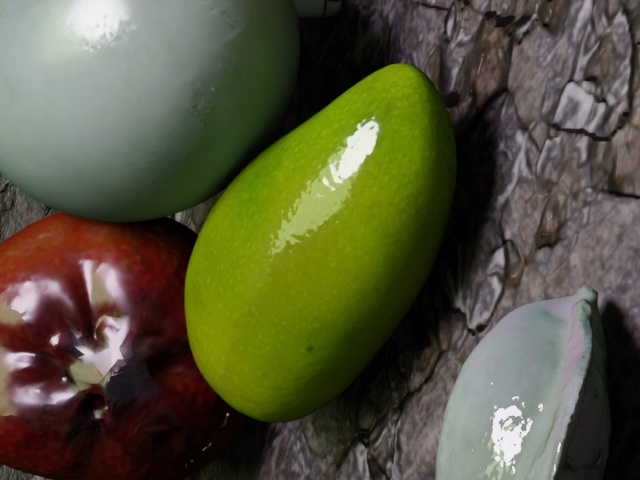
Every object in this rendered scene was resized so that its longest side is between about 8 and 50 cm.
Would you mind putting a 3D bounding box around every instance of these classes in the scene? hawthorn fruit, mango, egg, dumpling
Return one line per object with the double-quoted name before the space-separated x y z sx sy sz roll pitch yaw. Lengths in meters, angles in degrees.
"hawthorn fruit" -0.211 0.095 1.298 0.311 0.295 0.295 36 115 53
"mango" 0.000 0.000 1.078 0.343 0.156 0.192 -55 51 35
"egg" -0.167 -0.154 1.157 0.389 0.276 0.276 165 109 -64
"dumpling" 0.140 0.132 0.850 0.149 0.105 0.216 19 89 61

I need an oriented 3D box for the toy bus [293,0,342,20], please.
"toy bus" -0.022 -0.293 1.234 0.087 0.089 0.194 9 98 59
